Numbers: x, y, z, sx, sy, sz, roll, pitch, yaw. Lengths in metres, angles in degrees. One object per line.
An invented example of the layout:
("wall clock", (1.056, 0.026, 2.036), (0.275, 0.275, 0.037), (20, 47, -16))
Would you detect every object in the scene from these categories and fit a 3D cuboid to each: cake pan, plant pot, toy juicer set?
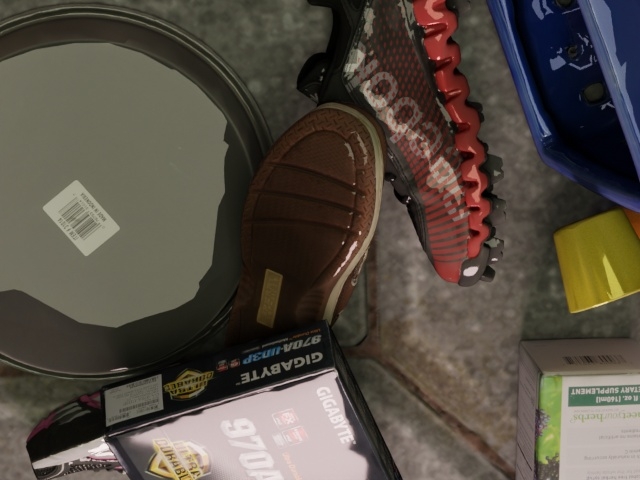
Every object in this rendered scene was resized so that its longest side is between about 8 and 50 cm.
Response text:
("cake pan", (-0.174, -0.027, 1.397), (0.293, 0.054, 0.293), (-1, 105, -4))
("plant pot", (0.250, -0.174, 1.310), (0.212, 0.236, 0.236), (-22, 105, -6))
("toy juicer set", (0.341, -0.026, 1.351), (0.329, 0.209, 0.089), (-21, 88, 22))

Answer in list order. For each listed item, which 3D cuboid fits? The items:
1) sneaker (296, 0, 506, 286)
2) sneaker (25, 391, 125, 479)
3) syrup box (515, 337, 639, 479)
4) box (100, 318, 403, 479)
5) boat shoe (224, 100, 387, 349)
("sneaker", (0.056, -0.092, 1.378), (0.135, 0.097, 0.276), (-14, 103, -2))
("sneaker", (-0.136, 0.156, 1.440), (0.178, 0.072, 0.077), (-18, 115, 5))
("syrup box", (0.204, 0.200, 1.464), (0.093, 0.096, 0.236), (-1, 103, -5))
("box", (-0.043, 0.164, 1.395), (0.175, 0.051, 0.220), (-16, 136, 7))
("boat shoe", (-0.007, -0.004, 1.367), (0.095, 0.095, 0.257), (29, 127, 10))
